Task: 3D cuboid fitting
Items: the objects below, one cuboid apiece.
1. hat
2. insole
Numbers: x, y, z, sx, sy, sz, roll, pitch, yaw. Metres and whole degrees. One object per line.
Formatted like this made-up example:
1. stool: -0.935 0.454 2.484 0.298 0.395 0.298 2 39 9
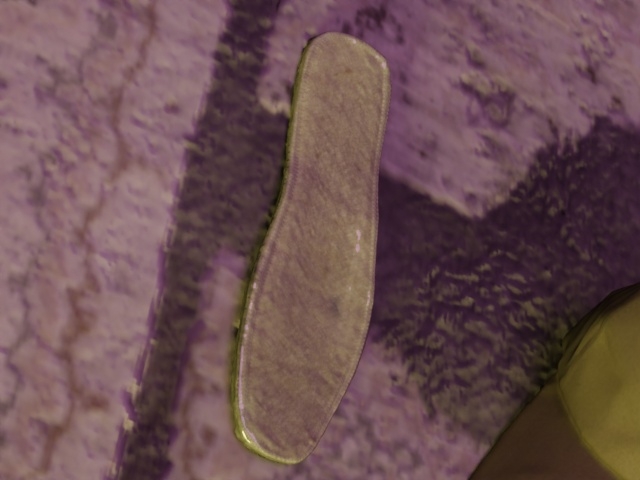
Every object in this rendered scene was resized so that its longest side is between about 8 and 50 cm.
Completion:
1. hat: 0.149 0.089 0.725 0.166 0.144 0.173 34 28 17
2. insole: 0.000 0.000 0.735 0.063 0.010 0.192 26 62 -32
